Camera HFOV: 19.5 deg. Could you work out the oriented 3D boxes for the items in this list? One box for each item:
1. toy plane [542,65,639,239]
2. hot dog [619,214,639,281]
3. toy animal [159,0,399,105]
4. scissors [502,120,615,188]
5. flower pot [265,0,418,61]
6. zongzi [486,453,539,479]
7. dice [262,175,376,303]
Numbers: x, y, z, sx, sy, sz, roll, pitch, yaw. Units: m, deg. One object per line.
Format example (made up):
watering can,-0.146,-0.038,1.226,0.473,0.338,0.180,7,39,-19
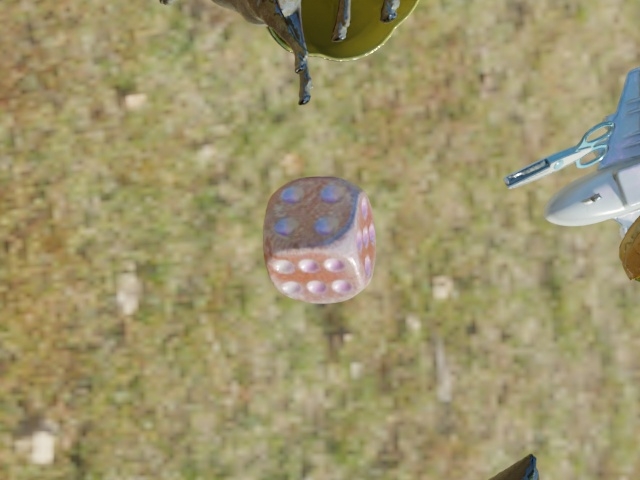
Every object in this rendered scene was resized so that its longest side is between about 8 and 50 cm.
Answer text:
toy plane,0.367,-0.069,2.107,0.255,0.101,0.251,-18,89,-23
hot dog,0.379,-0.053,1.757,0.115,0.269,0.072,9,40,-34
toy animal,-0.050,-0.265,1.834,0.087,0.243,0.260,18,41,-58
scissors,0.216,-0.073,1.685,0.119,0.014,0.058,-23,148,-22
flower pot,-0.008,-0.308,2.004,0.195,0.179,0.195,-9,116,-19
zongzi,0.149,0.387,2.108,0.319,0.383,0.362,-83,165,-55
dice,0.000,0.000,1.771,0.094,0.093,0.091,69,23,-48
